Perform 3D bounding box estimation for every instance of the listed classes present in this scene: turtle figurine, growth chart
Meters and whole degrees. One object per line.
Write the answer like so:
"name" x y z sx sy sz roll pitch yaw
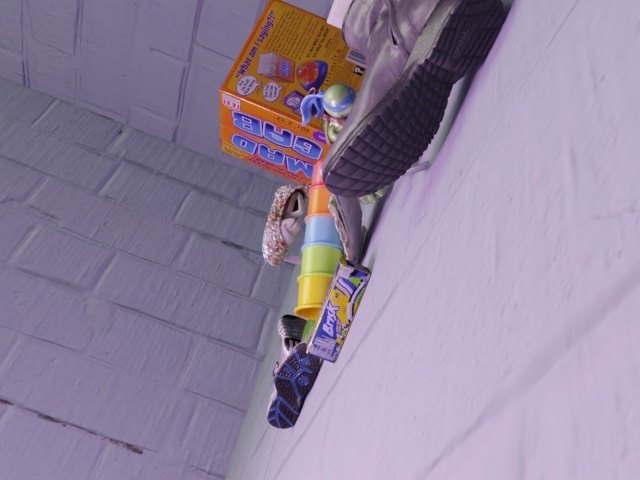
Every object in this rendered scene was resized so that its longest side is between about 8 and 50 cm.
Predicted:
"turtle figurine" 0.114 -0.159 1.081 0.266 0.275 0.197 58 -154 -70
"growth chart" 0.048 -0.066 1.236 0.172 0.021 0.237 -64 -38 -56

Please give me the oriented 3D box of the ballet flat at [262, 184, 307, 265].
"ballet flat" -0.077 -0.047 1.475 0.077 0.091 0.240 -16 43 24

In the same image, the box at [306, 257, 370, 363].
"box" 0.030 0.119 1.115 0.059 0.054 0.168 -95 27 -81

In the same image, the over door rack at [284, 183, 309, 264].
"over door rack" 0.046 -0.101 1.506 0.324 0.108 0.239 -45 21 49

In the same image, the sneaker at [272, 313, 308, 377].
"sneaker" -0.083 0.280 1.622 0.228 0.086 0.132 -87 16 -74

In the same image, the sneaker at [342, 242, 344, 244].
"sneaker" 0.021 0.006 1.646 0.072 0.077 0.178 -76 7 -69

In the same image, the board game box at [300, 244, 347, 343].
"board game box" 0.010 0.141 1.414 0.124 0.039 0.259 -77 6 -57

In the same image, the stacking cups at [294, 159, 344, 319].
"stacking cups" 0.004 -0.010 1.253 0.096 0.096 0.316 120 154 -68

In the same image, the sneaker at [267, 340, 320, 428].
"sneaker" -0.058 0.277 1.299 0.081 0.080 0.211 -83 15 -62

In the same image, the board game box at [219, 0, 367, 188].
"board game box" -0.067 -0.424 1.948 0.356 0.356 0.356 111 -178 -69

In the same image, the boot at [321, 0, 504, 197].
"boot" 0.088 -0.240 0.913 0.338 0.118 0.222 -51 45 17

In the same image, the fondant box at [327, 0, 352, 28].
"fondant box" 0.176 -0.612 1.569 0.096 0.238 0.330 119 171 -56
